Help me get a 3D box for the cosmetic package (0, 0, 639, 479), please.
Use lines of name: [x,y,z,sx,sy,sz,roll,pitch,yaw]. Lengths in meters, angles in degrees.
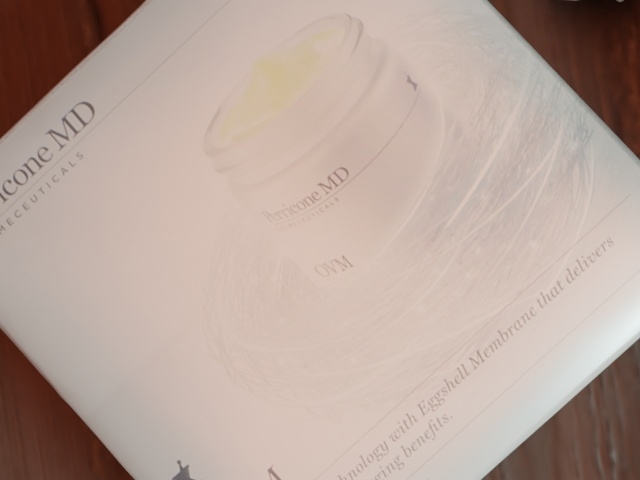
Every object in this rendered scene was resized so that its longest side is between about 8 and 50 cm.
cosmetic package: [0.000,0.000,0.521,0.224,0.138,0.224,-43,84,3]
